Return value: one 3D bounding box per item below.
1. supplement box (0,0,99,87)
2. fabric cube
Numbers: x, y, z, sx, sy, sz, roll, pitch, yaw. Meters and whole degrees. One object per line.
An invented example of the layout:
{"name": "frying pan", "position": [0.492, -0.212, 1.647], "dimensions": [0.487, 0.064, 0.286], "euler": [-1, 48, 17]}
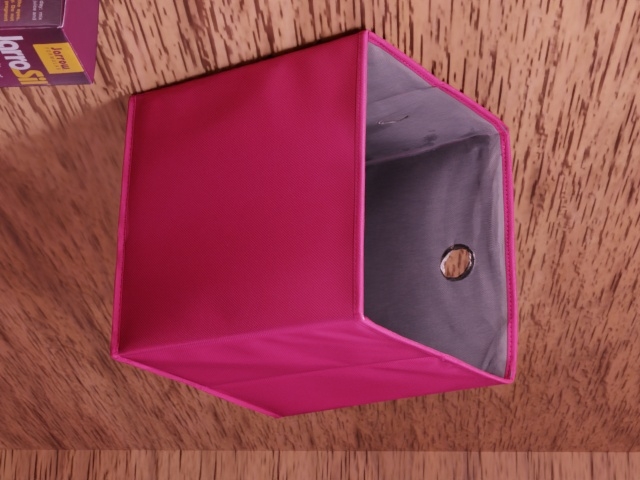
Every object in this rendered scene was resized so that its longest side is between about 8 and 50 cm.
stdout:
{"name": "supplement box", "position": [-0.271, -0.171, 1.289], "dimensions": [0.188, 0.081, 0.104], "euler": [-1, 160, 6]}
{"name": "fabric cube", "position": [0.000, 0.000, 1.500], "dimensions": [0.258, 0.254, 0.259], "euler": [-13, 157, 32]}
